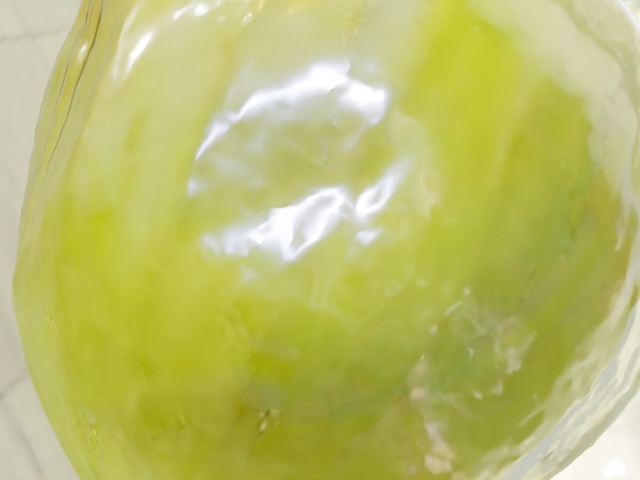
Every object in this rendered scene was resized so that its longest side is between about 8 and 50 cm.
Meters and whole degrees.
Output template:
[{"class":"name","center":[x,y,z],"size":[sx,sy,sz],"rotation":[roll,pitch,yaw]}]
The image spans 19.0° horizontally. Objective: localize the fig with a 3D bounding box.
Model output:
[{"class":"fig","center":[0.012,0.001,0.902],"size":[0.343,0.343,0.343],"rotation":[61,10,-19]}]
